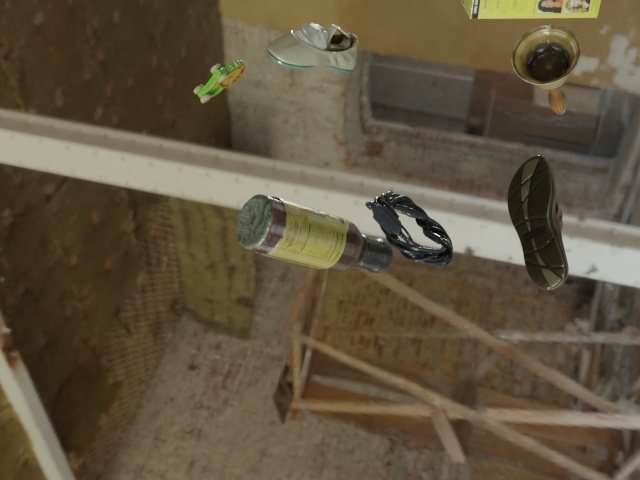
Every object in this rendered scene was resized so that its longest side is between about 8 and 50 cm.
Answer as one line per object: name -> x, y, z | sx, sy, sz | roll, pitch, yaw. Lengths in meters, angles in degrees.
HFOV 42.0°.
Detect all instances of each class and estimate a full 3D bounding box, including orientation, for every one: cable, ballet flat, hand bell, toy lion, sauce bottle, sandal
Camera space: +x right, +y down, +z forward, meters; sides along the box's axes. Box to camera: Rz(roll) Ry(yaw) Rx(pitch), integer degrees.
cable -> 0.169, -0.017, 1.509 | 0.150, 0.184, 0.047 | -9, -42, -55
ballet flat -> -0.004, -0.360, 1.525 | 0.248, 0.086, 0.086 | -14, -63, -57
hand bell -> 0.460, -0.310, 1.651 | 0.242, 0.126, 0.126 | 40, -120, -62
toy lion -> -0.199, -0.329, 1.702 | 0.100, 0.034, 0.096 | -42, -7, 32
sauce bottle -> 0.000, 0.000, 1.589 | 0.344, 0.111, 0.111 | 16, -96, -44
sandal -> 0.364, -0.028, 1.352 | 0.060, 0.090, 0.219 | 4, -112, -44

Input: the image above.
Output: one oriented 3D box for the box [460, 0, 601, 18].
box -> 0.374, -0.438, 1.486 | 0.087, 0.232, 0.058 | -99, 8, -52
